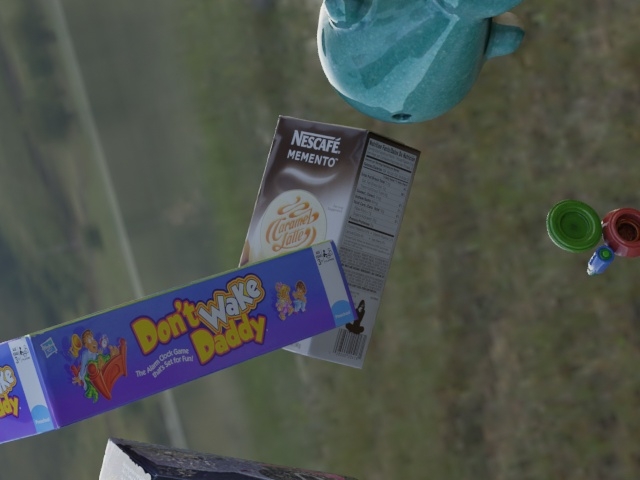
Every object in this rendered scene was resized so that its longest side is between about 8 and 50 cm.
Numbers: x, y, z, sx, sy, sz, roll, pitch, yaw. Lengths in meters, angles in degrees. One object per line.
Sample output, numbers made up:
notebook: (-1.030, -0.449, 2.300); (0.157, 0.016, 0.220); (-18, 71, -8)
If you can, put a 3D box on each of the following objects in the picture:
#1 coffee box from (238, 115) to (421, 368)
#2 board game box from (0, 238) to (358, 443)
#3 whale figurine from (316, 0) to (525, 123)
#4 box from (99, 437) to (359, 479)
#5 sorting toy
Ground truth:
coffee box: (0.000, 0.000, 2.074); (0.141, 0.098, 0.247); (12, 87, 43)
board game box: (-0.170, 0.095, 1.667); (0.233, 0.347, 0.078); (-17, 90, 45)
whale figurine: (0.104, -0.198, 1.874); (0.272, 0.216, 0.141); (157, 119, -63)
box: (-0.065, 0.267, 1.666); (0.163, 0.247, 0.142); (-162, 86, -68)
sorting toy: (0.246, 0.001, 1.715); (0.042, 0.102, 0.061); (115, 157, -63)
